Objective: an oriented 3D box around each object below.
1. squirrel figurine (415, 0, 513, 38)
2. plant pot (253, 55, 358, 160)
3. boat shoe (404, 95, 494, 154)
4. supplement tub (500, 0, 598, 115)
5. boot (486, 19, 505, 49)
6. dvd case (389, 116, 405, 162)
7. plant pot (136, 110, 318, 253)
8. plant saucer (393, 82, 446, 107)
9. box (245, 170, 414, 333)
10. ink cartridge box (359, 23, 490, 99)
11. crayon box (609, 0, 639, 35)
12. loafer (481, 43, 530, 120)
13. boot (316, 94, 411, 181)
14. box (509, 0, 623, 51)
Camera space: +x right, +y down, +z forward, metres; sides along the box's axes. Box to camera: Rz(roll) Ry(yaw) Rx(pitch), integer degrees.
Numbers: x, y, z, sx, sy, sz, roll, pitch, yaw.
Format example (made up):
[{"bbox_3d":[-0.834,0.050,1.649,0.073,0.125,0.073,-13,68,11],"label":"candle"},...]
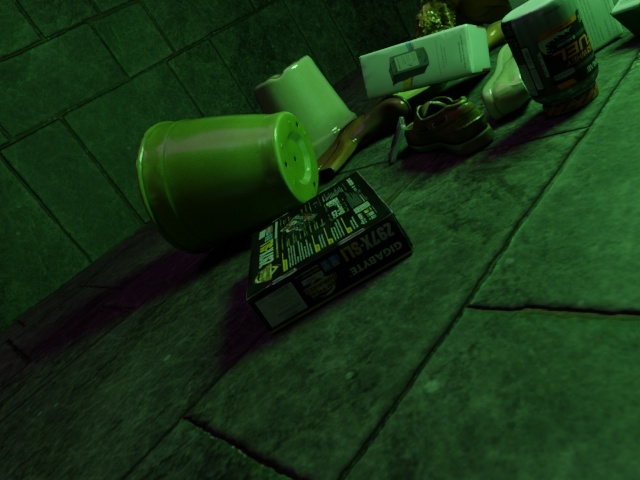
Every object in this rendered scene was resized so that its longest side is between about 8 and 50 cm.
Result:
[{"bbox_3d":[0.472,-0.803,1.712,0.397,0.280,0.370,-19,-15,-22],"label":"squirrel figurine"},{"bbox_3d":[-0.058,-0.438,1.699,0.334,0.305,0.333,-29,19,11],"label":"plant pot"},{"bbox_3d":[0.257,-0.258,1.066,0.111,0.104,0.307,-37,18,-7],"label":"boat shoe"},{"bbox_3d":[0.403,-0.323,0.865,0.117,0.190,0.117,-30,19,12],"label":"supplement tub"},{"bbox_3d":[0.531,-0.629,1.618,0.197,0.073,0.152,-25,22,38],"label":"boot"},{"bbox_3d":[0.186,-0.245,1.203,0.013,0.087,0.119,15,27,-1],"label":"dvd case"},{"bbox_3d":[-0.207,-0.171,1.288,0.353,0.366,0.366,-10,27,23],"label":"plant pot"},{"bbox_3d":[0.321,-0.489,1.640,0.241,0.037,0.241,-28,19,11],"label":"plant saucer"},{"bbox_3d":[0.000,0.000,0.883,0.257,0.079,0.322,-33,19,5],"label":"box"},{"bbox_3d":[0.299,-0.502,1.409,0.306,0.131,0.226,-6,16,33],"label":"ink cartridge box"},{"bbox_3d":[0.686,-0.483,0.845,0.202,0.081,0.318,-58,14,6],"label":"crayon box"},{"bbox_3d":[0.424,-0.348,1.052,0.092,0.102,0.268,-11,38,45],"label":"loafer"},{"bbox_3d":[0.098,-0.285,1.406,0.264,0.096,0.280,-4,35,48],"label":"boot"},{"bbox_3d":[0.539,-0.503,1.109,0.119,0.180,0.182,-31,19,4],"label":"box"}]
